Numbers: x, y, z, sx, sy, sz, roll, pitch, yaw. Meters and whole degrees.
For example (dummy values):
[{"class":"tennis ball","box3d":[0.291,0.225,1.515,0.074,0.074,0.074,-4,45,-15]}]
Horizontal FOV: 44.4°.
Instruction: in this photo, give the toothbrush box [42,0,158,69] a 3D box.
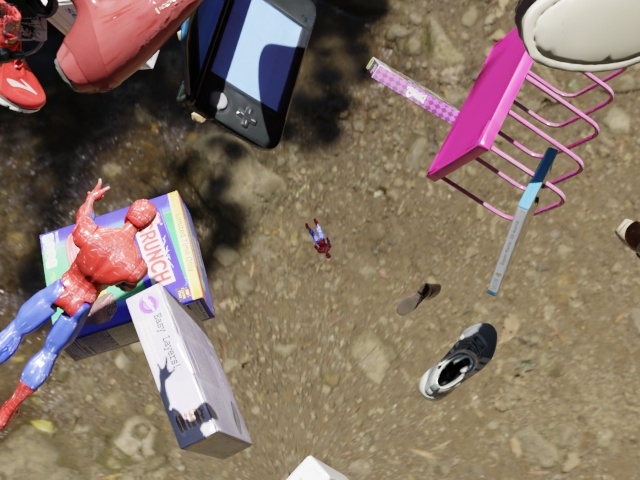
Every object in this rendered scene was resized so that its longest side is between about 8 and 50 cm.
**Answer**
[{"class":"toothbrush box","box3d":[-0.368,-0.485,1.435,0.122,0.206,0.283,3,69,29]}]

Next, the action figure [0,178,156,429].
[{"class":"action figure","box3d":[-0.257,0.050,0.809,0.091,0.139,0.280,39,106,-19]}]

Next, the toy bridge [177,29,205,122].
[{"class":"toy bridge","box3d":[-0.231,-0.323,1.498,0.026,0.188,0.063,15,40,23]}]

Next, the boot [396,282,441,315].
[{"class":"boot","box3d":[0.237,0.140,1.871,0.106,0.114,0.037,-41,75,14]}]

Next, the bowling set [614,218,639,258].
[{"class":"bowling set","box3d":[0.579,-0.003,1.270,0.154,0.287,0.200,40,55,12]}]

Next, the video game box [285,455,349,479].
[{"class":"video game box","box3d":[-0.039,0.390,1.065,0.187,0.205,0.048,-45,62,-6]}]

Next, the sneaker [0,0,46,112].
[{"class":"sneaker","box3d":[-0.570,-0.355,1.391,0.118,0.107,0.279,-18,116,23]}]

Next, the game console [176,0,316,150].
[{"class":"game console","box3d":[-0.092,-0.321,1.134,0.250,0.173,0.293,28,64,-30]}]

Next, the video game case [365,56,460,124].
[{"class":"video game case","box3d":[0.225,-0.372,1.941,0.232,0.210,0.042,29,106,-9]}]

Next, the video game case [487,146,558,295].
[{"class":"video game case","box3d":[0.253,-0.022,0.989,0.015,0.166,0.119,24,51,16]}]

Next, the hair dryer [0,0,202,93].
[{"class":"hair dryer","box3d":[-0.270,-0.271,0.858,0.293,0.224,0.080,3,29,-7]}]

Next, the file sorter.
[{"class":"file sorter","box3d":[0.347,-0.201,1.294,0.182,0.202,0.291,31,74,-9]}]

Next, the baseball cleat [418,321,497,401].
[{"class":"baseball cleat","box3d":[0.257,0.202,1.351,0.072,0.109,0.206,46,58,6]}]

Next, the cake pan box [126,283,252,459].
[{"class":"cake pan box","box3d":[-0.210,0.216,1.280,0.070,0.246,0.267,-25,71,-3]}]

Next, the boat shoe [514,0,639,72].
[{"class":"boat shoe","box3d":[0.336,-0.261,0.790,0.324,0.117,0.097,-19,44,-6]}]

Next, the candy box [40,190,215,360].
[{"class":"candy box","box3d":[-0.412,0.075,1.677,0.317,0.122,0.268,-18,63,-3]}]

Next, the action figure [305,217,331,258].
[{"class":"action figure","box3d":[0.000,0.000,1.711,0.038,0.030,0.115,-25,44,-2]}]
